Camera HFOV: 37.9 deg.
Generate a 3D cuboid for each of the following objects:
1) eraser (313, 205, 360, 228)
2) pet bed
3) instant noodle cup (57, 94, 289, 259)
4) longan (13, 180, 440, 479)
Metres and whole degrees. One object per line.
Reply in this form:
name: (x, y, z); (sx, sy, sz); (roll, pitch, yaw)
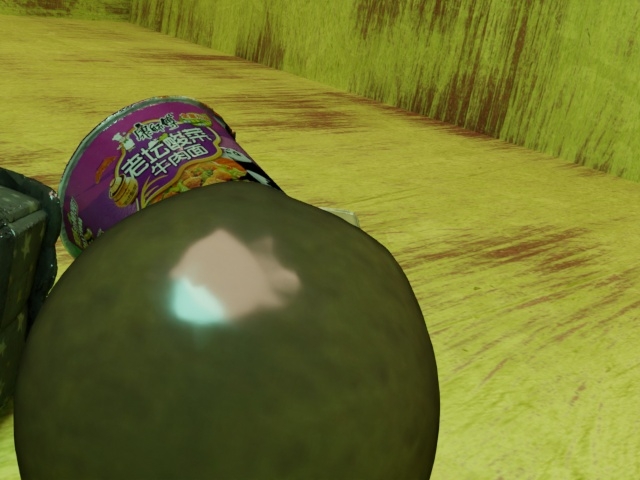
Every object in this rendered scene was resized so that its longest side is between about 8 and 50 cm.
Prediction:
eraser: (0.000, 0.000, 1.365); (0.117, 0.058, 0.172); (9, 18, -5)
pet bed: (-0.326, 0.042, 0.806); (0.183, 0.211, 0.159); (12, 15, 6)
instant noodle cup: (-0.150, -0.018, 1.078); (0.251, 0.251, 0.190); (-7, 34, -43)
longan: (-0.059, 0.107, 0.633); (0.297, 0.297, 0.297); (10, 18, -3)
